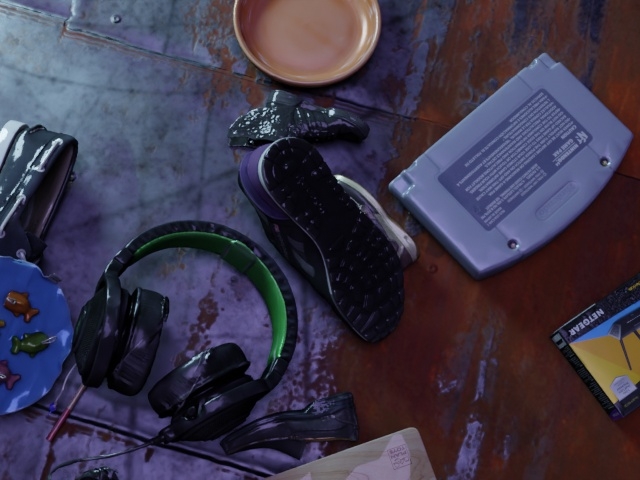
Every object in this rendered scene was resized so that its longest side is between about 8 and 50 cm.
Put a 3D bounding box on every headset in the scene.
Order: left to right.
[{"bbox_3d":[-0.172,0.138,1.245,0.243,0.185,0.394,35,59,-5],"label":"headset"}]

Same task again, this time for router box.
[{"bbox_3d":[0.402,0.122,1.381,0.179,0.046,0.133,-33,78,-13],"label":"router box"}]

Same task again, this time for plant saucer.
[{"bbox_3d":[-0.018,-0.294,1.484,0.200,0.037,0.200,2,73,-5],"label":"plant saucer"}]

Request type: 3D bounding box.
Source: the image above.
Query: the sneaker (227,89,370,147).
[{"bbox_3d":[-0.029,-0.139,1.430,0.170,0.051,0.089,21,72,7],"label":"sneaker"}]

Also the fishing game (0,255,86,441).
[{"bbox_3d":[-0.366,0.111,1.260,0.264,0.041,0.189,42,70,-29],"label":"fishing game"}]

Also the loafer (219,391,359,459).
[{"bbox_3d":[-0.034,0.232,1.307,0.170,0.062,0.061,-16,79,-8],"label":"loafer"}]

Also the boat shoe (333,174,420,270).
[{"bbox_3d":[0.060,-0.020,1.394,0.152,0.056,0.049,43,69,9],"label":"boat shoe"}]

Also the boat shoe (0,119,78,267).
[{"bbox_3d":[-0.375,-0.006,1.327,0.091,0.114,0.302,11,73,5],"label":"boat shoe"}]

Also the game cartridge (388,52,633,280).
[{"bbox_3d":[0.259,-0.091,1.435,0.294,0.060,0.196,-40,76,-14],"label":"game cartridge"}]

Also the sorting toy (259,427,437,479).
[{"bbox_3d":[0.029,0.379,1.250,0.257,0.089,0.255,-17,75,-10],"label":"sorting toy"}]

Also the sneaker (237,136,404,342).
[{"bbox_3d":[0.000,0.000,1.369,0.107,0.124,0.283,-37,103,-26],"label":"sneaker"}]
